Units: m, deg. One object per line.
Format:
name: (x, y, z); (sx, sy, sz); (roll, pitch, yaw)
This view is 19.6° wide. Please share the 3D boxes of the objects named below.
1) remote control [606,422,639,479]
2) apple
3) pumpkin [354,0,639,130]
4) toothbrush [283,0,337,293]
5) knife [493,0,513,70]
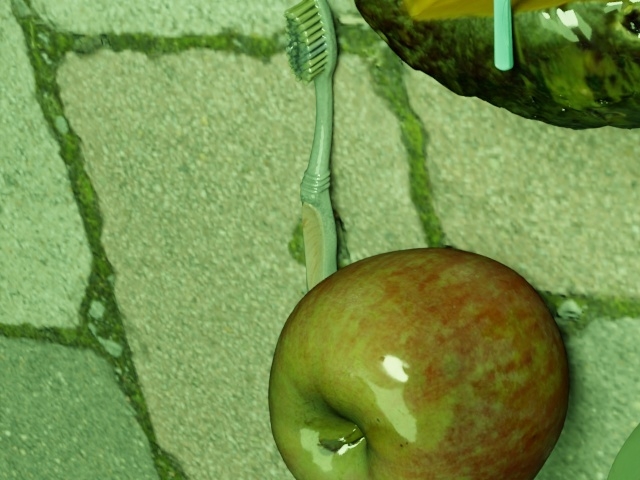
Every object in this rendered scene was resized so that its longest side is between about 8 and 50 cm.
remote control: (0.246, 0.041, 0.900); (0.065, 0.335, 0.128); (48, 135, 8)
apple: (0.065, 0.095, 1.199); (0.188, 0.174, 0.188); (21, 125, 32)
pumpkin: (0.129, -0.205, 0.947); (0.320, 0.192, 0.320); (22, 128, 31)
toothbrush: (0.000, 0.000, 1.297); (0.028, 0.037, 0.375); (21, 130, 33)
knife: (0.089, -0.124, 0.888); (0.014, 0.005, 0.091); (15, 123, 34)
